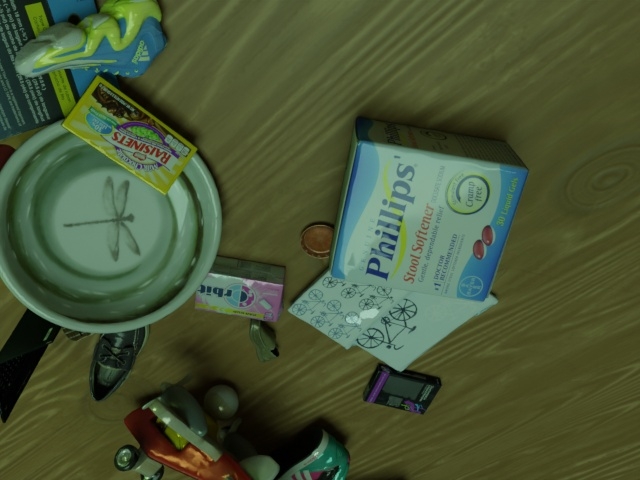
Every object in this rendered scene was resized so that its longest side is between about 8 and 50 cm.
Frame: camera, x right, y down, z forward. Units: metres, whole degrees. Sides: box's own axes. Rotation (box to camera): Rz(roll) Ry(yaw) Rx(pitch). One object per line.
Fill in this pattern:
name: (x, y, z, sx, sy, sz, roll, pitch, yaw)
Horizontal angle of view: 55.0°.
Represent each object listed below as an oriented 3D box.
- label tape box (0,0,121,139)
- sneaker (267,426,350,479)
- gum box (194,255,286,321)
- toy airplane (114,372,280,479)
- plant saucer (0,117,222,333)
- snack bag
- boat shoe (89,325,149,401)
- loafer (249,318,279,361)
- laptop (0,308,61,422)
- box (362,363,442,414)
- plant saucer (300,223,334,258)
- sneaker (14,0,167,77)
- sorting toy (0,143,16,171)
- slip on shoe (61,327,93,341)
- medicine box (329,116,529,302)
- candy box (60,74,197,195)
label tape box: (-0.520, -0.296, 0.979, 0.333, 0.106, 0.241, -26, 130, -26)
sneaker: (-0.027, 0.611, 1.629, 0.178, 0.124, 0.295, 37, 125, -19)
gum box: (-0.164, 0.101, 1.299, 0.188, 0.062, 0.107, 10, 126, -4)
toy airplane: (-0.256, 0.471, 1.439, 0.384, 0.272, 0.386, 31, 151, -12)
plant saucer: (-0.386, -0.033, 1.128, 0.400, 0.100, 0.401, -6, 104, -26)
snack bag: (0.155, 0.140, 1.330, 0.342, 0.037, 0.323, 35, 119, -21)
boat shoe: (-0.468, 0.261, 1.407, 0.102, 0.092, 0.285, 23, 122, -10)
loafer: (-0.126, 0.219, 1.390, 0.050, 0.056, 0.148, -6, 135, 6)
laptop: (-0.574, 0.216, 1.294, 0.136, 0.234, 0.264, 9, 125, -3)
box: (0.198, 0.363, 1.492, 0.162, 0.029, 0.116, 16, 126, -7)
plant saucer: (0.000, 0.000, 1.250, 0.083, 0.013, 0.084, 1, 125, 1)
sneaker: (-0.347, -0.293, 0.973, 0.240, 0.091, 0.126, -31, 134, -7)
sorting toy: (-0.599, -0.063, 1.133, 0.126, 0.127, 0.366, 22, 152, 8)
slip on shoe: (-0.537, 0.194, 1.387, 0.135, 0.041, 0.051, -19, 101, 42)
medicine box: (0.178, -0.054, 1.098, 0.289, 0.149, 0.264, 9, 116, -4)
candy box: (-0.323, -0.177, 1.055, 0.206, 0.027, 0.105, 36, 87, -28)
